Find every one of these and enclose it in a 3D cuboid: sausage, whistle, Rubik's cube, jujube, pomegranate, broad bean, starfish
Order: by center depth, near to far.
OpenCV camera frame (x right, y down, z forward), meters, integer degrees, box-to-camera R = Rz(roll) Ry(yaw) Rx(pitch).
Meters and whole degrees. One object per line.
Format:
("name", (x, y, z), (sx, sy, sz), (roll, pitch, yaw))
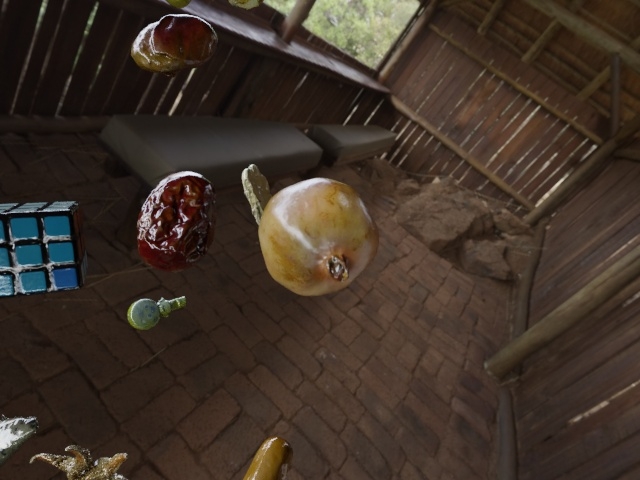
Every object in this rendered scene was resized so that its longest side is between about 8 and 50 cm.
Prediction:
("Rubik's cube", (-0.565, 0.011, 0.820), (0.162, 0.160, 0.163), (-6, 14, -26))
("pomegranate", (0.000, 0.000, 0.864), (0.252, 0.229, 0.270), (-13, 35, -3))
("starfish", (-0.548, 0.593, 1.031), (0.301, 0.293, 0.084), (41, 42, -18))
("broad bean", (-0.364, -0.484, 1.039), (0.156, 0.122, 0.228), (36, 57, 6))
("sausage", (-0.179, 0.719, 1.181), (0.112, 0.112, 0.328), (39, 32, 0))
("whistle", (-0.564, 0.239, 1.425), (0.198, 0.057, 0.104), (-18, 95, -42))
("jujube", (-0.513, -0.066, 1.497), (0.276, 0.276, 0.376), (29, 59, -20))

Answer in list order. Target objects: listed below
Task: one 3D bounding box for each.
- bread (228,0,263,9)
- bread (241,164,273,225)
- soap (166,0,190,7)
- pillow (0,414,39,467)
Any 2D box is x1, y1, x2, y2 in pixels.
("bread", (-0.155, -0.723, 1.112), (0.088, 0.128, 0.232), (37, 63, -42))
("bread", (-0.209, -0.145, 1.459), (0.182, 0.039, 0.250), (-76, 149, -66))
("soap", (-0.229, -0.464, 0.688), (0.089, 0.140, 0.045), (49, 25, 0))
("pillow", (-0.777, 0.495, 0.972), (0.093, 0.241, 0.051), (44, -5, 8))
